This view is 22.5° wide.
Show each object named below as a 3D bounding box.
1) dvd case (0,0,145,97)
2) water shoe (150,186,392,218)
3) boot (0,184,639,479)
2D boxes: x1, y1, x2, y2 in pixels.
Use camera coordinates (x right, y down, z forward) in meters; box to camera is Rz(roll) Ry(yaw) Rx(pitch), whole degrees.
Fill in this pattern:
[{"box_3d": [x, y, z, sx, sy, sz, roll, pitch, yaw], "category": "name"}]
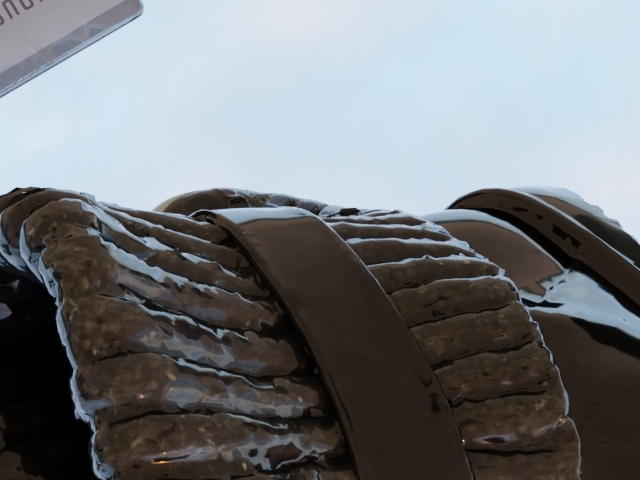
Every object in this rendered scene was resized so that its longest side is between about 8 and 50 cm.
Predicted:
[{"box_3d": [-0.216, -0.164, 0.732, 0.179, 0.239, 0.029, -32, -169, -13], "category": "dvd case"}, {"box_3d": [0.000, 0.000, 0.916, 0.203, 0.080, 0.073, 7, -113, -21], "category": "water shoe"}, {"box_3d": [0.061, 0.094, 0.490, 0.260, 0.131, 0.348, -3, -152, -43], "category": "boot"}]
